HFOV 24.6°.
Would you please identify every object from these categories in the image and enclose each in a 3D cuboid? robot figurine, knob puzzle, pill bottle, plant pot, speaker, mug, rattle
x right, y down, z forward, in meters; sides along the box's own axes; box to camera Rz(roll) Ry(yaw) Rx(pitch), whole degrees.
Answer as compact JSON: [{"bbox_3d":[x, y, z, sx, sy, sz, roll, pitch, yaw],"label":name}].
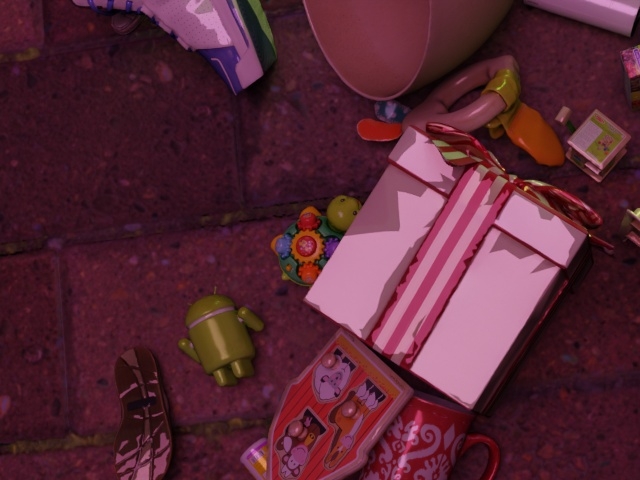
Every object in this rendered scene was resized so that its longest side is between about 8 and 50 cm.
[{"bbox_3d":[-0.119,0.115,1.742,0.101,0.067,0.115,-29,76,19],"label":"robot figurine"},{"bbox_3d":[-0.002,0.202,1.655,0.213,0.030,0.213,-30,40,29],"label":"knob puzzle"},{"bbox_3d":[-0.053,0.274,1.716,0.043,0.043,0.083,-42,76,3],"label":"pill bottle"},{"bbox_3d":[0.122,-0.318,1.677,0.190,0.284,0.284,-17,76,-26],"label":"plant pot"},{"bbox_3d":[0.310,-0.283,1.716,0.136,0.055,0.055,20,86,14],"label":"speaker"},{"bbox_3d":[0.113,0.263,1.649,0.150,0.113,0.169,19,89,16],"label":"mug"},{"bbox_3d":[0.165,-0.126,1.738,0.199,0.143,0.130,-27,44,22],"label":"rattle"}]

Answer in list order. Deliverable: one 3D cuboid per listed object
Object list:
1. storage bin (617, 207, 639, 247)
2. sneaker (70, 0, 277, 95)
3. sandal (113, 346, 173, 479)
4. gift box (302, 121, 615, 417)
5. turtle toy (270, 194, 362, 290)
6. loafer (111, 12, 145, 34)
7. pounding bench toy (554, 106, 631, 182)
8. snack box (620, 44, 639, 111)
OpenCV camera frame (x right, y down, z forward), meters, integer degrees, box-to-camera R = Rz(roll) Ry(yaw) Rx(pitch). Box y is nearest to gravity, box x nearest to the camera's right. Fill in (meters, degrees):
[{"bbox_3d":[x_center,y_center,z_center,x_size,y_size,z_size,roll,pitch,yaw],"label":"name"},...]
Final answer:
[{"bbox_3d":[0.454,-0.068,1.549,0.262,0.260,0.123,-44,79,3],"label":"storage bin"},{"bbox_3d":[-0.198,-0.304,1.779,0.182,0.127,0.316,-29,98,17],"label":"sneaker"},{"bbox_3d":[-0.212,0.217,1.761,0.072,0.049,0.180,-11,65,5],"label":"sandal"},{"bbox_3d":[0.160,0.031,1.594,0.255,0.276,0.258,32,88,10],"label":"gift box"},{"bbox_3d":[0.000,0.000,1.734,0.130,0.066,0.095,-45,75,3],"label":"turtle toy"},{"bbox_3d":[-0.230,-0.320,1.848,0.045,0.039,0.125,31,89,14],"label":"loafer"},{"bbox_3d":[0.306,-0.116,1.684,0.083,0.065,0.052,41,84,13],"label":"pounding bench toy"},{"bbox_3d":[0.389,-0.193,1.640,0.100,0.141,0.037,-20,77,9],"label":"snack box"}]
